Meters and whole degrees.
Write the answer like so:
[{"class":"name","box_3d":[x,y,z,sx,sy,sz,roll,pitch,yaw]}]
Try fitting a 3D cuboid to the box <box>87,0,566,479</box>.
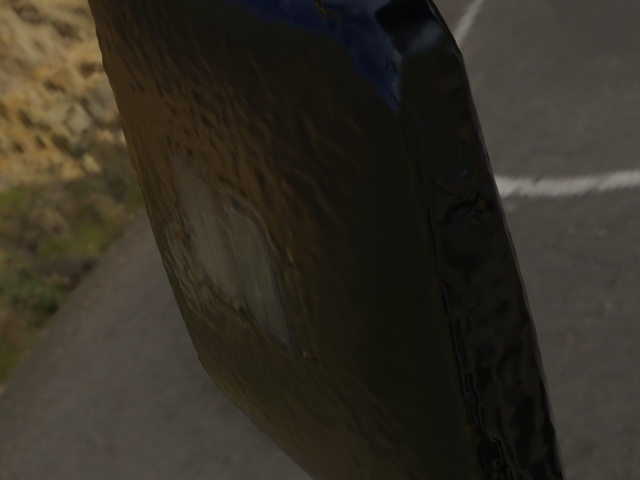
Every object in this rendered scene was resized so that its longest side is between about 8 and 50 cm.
[{"class":"box","box_3d":[0.000,0.000,0.888,0.091,0.359,0.350,-27,30,-20]}]
